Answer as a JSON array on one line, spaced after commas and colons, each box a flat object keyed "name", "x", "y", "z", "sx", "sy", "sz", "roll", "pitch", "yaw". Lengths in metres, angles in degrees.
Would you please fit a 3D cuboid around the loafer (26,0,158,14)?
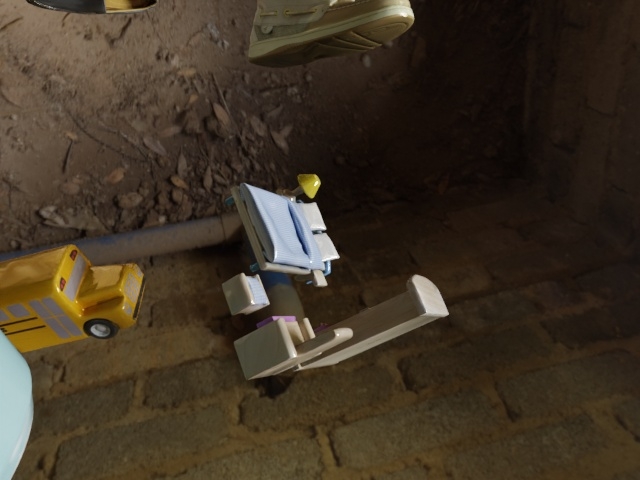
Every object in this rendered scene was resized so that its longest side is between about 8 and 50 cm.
[{"name": "loafer", "x": -0.297, "y": -0.328, "z": 0.727, "sx": 0.170, "sy": 0.061, "sz": 0.062, "roll": -21, "pitch": 133, "yaw": -36}]

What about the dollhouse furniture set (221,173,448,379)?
[{"name": "dollhouse furniture set", "x": 0.000, "y": 0.000, "z": 0.758, "sx": 0.198, "sy": 0.304, "sz": 0.286, "roll": -28, "pitch": 162, "yaw": 18}]

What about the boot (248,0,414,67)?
[{"name": "boot", "x": 0.001, "y": -0.285, "z": 0.596, "sx": 0.077, "sy": 0.213, "sz": 0.165, "roll": -6, "pitch": 97, "yaw": -49}]

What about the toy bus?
[{"name": "toy bus", "x": -0.453, "y": 0.098, "z": 0.864, "sx": 0.332, "sy": 0.108, "sz": 0.130, "roll": -14, "pitch": 131, "yaw": 8}]

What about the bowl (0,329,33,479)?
[{"name": "bowl", "x": -0.388, "y": 0.179, "z": 0.494, "sx": 0.311, "sy": 0.312, "sz": 0.163, "roll": -37, "pitch": 127, "yaw": 7}]
